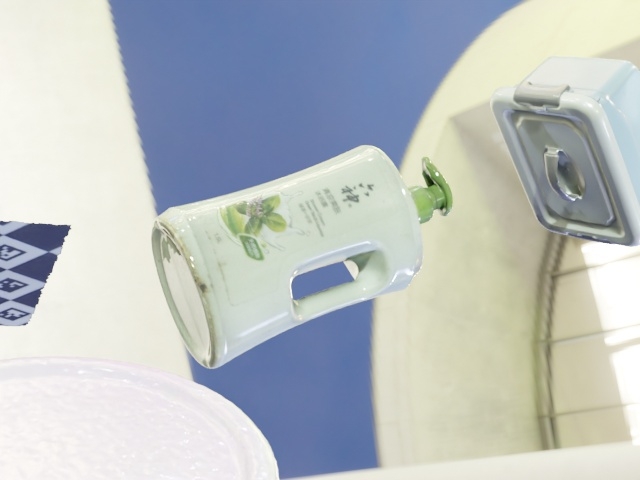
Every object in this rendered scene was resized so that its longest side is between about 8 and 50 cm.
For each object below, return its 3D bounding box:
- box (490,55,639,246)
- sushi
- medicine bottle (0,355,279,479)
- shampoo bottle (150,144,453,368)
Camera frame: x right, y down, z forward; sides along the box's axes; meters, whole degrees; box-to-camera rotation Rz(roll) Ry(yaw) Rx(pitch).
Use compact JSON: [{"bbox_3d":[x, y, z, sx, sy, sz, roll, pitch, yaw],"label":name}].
[{"bbox_3d":[0.314,-0.107,1.470,0.130,0.162,0.227,-45,-55,-26],"label":"box"},{"bbox_3d":[-0.336,0.006,0.998,0.231,0.219,0.047,4,-116,-21],"label":"sushi"},{"bbox_3d":[-0.130,0.267,0.583,0.219,0.219,0.388,-18,-57,-41],"label":"medicine bottle"},{"bbox_3d":[0.000,0.000,0.924,0.234,0.087,0.118,-20,-89,-25],"label":"shampoo bottle"}]
